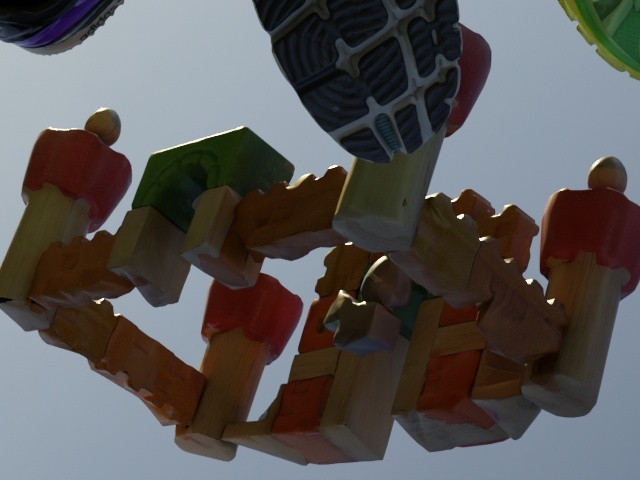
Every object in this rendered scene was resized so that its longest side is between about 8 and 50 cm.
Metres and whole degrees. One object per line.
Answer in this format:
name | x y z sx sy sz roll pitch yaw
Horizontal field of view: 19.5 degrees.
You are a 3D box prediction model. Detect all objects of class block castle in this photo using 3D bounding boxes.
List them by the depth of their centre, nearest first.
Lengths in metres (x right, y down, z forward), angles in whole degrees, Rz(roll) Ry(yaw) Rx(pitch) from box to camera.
block castle | 0.000 0.000 1.410 0.453 0.303 0.213 -14 -133 43

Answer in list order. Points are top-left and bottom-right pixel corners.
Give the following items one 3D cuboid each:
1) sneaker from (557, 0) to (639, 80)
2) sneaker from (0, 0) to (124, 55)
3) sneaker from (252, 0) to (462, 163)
sneaker | 0.262 -0.246 1.600 0.123 0.295 0.109 -21 -146 42
sneaker | -0.159 -0.262 1.399 0.293 0.102 0.146 -51 167 9
sneaker | -0.007 -0.174 1.037 0.107 0.275 0.110 -28 -174 -2
